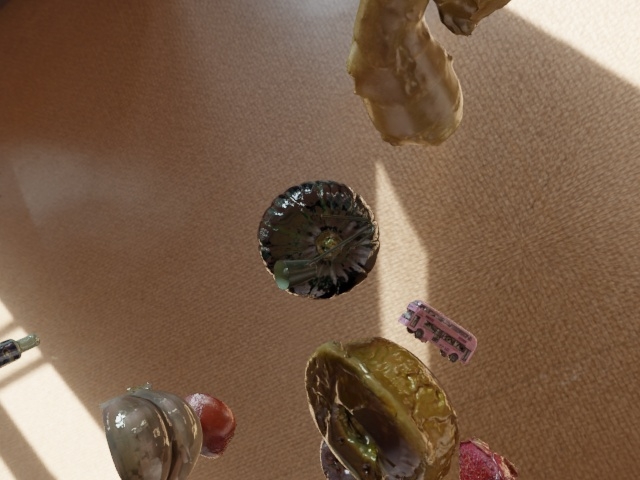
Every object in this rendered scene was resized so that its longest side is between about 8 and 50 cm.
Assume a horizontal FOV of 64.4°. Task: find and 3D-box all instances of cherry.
[{"bbox_3d":[0.080,0.461,1.112,0.140,0.176,0.176,9,93,49],"label":"cherry"}]

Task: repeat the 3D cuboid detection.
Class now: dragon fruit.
[{"bbox_3d":[0.394,0.576,1.108,0.126,0.161,0.274,15,58,-11],"label":"dragon fruit"}]

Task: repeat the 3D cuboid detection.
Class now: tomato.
[{"bbox_3d":[-0.319,0.506,1.344,0.173,0.099,0.189,28,114,-2],"label":"tomato"}]

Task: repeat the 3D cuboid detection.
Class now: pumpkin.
[{"bbox_3d":[0.000,0.000,0.818,0.202,0.140,0.201,-4,102,-17],"label":"pumpkin"}]

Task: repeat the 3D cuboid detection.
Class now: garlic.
[{"bbox_3d":[-0.360,0.422,1.037,0.237,0.210,0.292,-45,67,29],"label":"garlic"}]

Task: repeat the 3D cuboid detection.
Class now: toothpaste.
[{"bbox_3d":[-0.524,0.192,0.750,0.037,0.216,0.062,39,125,18],"label":"toothpaste"}]

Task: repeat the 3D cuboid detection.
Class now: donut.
[{"bbox_3d":[0.110,0.308,0.901,0.330,0.160,0.330,40,141,43],"label":"donut"}]

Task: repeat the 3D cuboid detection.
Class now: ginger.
[{"bbox_3d":[0.108,-0.270,0.463,0.363,0.348,0.122,-40,49,32],"label":"ginger"}]

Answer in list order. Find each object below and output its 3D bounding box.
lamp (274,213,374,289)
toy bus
[{"bbox_3d":[0.002,0.014,0.520,0.121,0.054,0.041,-41,65,50],"label":"lamp"},{"bbox_3d":[0.291,0.227,1.254,0.203,0.063,0.090,33,87,-12],"label":"toy bus"}]
